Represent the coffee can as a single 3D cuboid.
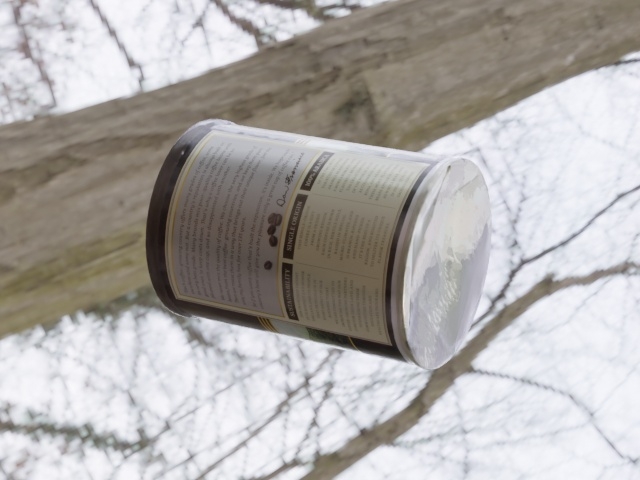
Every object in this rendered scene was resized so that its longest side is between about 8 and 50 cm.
[{"bbox_3d":[0.000,0.000,1.479,0.275,0.201,0.202,11,-67,27],"label":"coffee can"}]
